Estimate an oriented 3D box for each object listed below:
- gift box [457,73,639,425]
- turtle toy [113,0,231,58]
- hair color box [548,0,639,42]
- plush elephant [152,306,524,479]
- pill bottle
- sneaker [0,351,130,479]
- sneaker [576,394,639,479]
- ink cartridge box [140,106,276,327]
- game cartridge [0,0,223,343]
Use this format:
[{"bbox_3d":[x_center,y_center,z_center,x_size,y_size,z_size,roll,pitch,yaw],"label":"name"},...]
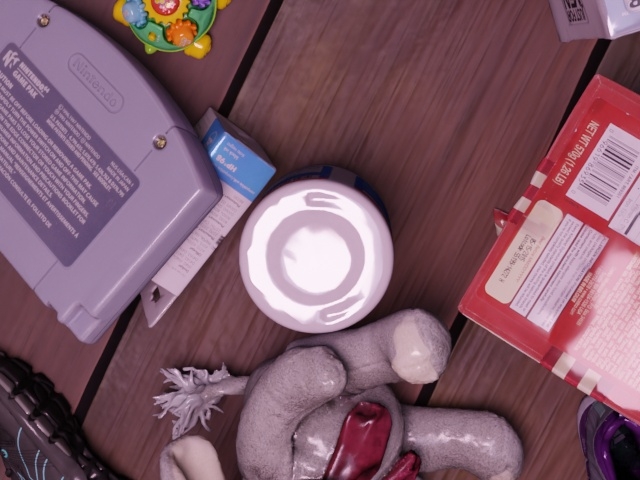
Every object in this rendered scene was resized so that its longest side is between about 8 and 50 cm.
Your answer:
[{"bbox_3d":[0.273,0.001,1.162,0.276,0.258,0.255,37,100,17],"label":"gift box"},{"bbox_3d":[-0.128,-0.225,1.234,0.095,0.066,0.130,24,98,-1],"label":"turtle toy"},{"bbox_3d":[0.196,-0.343,1.039,0.113,0.185,0.374,-17,97,1],"label":"hair color box"},{"bbox_3d":[-0.012,0.227,1.182,0.330,0.272,0.255,-3,57,17],"label":"plush elephant"},{"bbox_3d":[0.000,0.000,1.181,0.124,0.221,0.124,0,97,3],"label":"pill bottle"},{"bbox_3d":[-0.252,0.220,1.281,0.106,0.101,0.267,-38,94,9],"label":"sneaker"},{"bbox_3d":[0.280,0.249,1.266,0.083,0.098,0.223,-15,96,4],"label":"sneaker"},{"bbox_3d":[-0.124,-0.022,1.236,0.060,0.104,0.180,36,97,-21],"label":"ink cartridge box"},{"bbox_3d":[-0.222,-0.080,1.203,0.198,0.062,0.297,-46,65,5],"label":"game cartridge"}]
